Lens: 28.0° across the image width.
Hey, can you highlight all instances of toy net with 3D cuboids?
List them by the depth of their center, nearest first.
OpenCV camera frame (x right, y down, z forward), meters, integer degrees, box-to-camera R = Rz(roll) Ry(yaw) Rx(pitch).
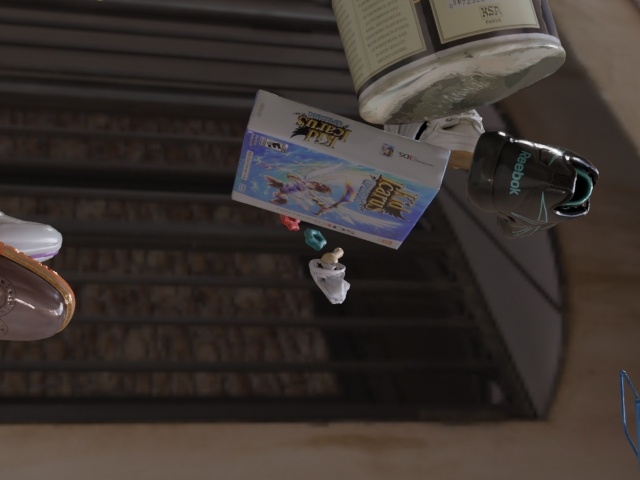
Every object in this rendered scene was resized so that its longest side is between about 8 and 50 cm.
[{"bbox_3d":[0.000,0.000,2.121,0.045,0.122,0.232,-45,-140,31],"label":"toy net"}]

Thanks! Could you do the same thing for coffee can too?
[{"bbox_3d":[0.098,-0.273,1.223,0.201,0.202,0.275,142,-64,-68],"label":"coffee can"}]

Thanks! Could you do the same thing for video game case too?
[{"bbox_3d":[0.017,-0.083,1.655,0.269,0.244,0.061,115,-9,-72],"label":"video game case"}]

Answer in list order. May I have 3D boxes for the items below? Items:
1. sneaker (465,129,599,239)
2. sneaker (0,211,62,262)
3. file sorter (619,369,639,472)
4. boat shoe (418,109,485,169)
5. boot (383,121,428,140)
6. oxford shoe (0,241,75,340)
[{"bbox_3d":[0.230,-0.045,1.312,0.267,0.106,0.101,9,93,-67],"label":"sneaker"},{"bbox_3d":[-0.455,-0.043,1.523,0.114,0.305,0.152,157,-60,-66],"label":"sneaker"},{"bbox_3d":[0.497,0.225,1.724,0.104,0.170,0.118,-99,179,-63],"label":"file sorter"},{"bbox_3d":[0.204,-0.163,1.960,0.277,0.098,0.096,-153,-98,-78],"label":"boat shoe"},{"bbox_3d":[0.209,-0.252,2.159,0.258,0.095,0.123,-58,-148,18],"label":"boot"},{"bbox_3d":[-0.437,0.063,1.327,0.132,0.364,0.130,-102,-152,-54],"label":"oxford shoe"}]
